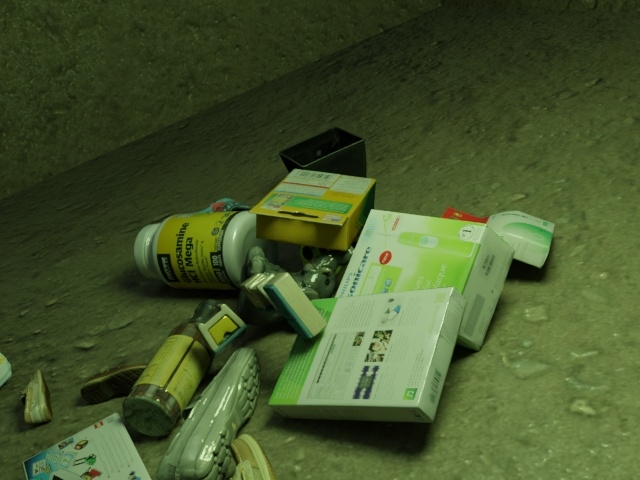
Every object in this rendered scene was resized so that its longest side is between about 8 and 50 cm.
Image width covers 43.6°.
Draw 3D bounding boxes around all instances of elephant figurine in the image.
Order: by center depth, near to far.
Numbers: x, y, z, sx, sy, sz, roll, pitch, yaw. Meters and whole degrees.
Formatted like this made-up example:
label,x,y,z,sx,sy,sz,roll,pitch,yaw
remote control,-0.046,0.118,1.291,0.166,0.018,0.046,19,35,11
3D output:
label,x,y,z,sx,sy,sz,roll,pitch,yaw
elephant figurine,-0.045,0.107,1.683,0.239,0.186,0.169,9,56,-17

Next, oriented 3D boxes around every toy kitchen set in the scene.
label,x,y,z,sx,sy,sz,roll,pitch,yaw
toy kitchen set,-0.117,0.158,1.475,0.166,0.122,0.207,-41,12,-18

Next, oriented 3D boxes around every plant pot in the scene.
label,x,y,z,sx,sy,sz,roll,pitch,yaw
plant pot,0.023,-0.187,2.185,0.188,0.167,0.187,-27,27,-14

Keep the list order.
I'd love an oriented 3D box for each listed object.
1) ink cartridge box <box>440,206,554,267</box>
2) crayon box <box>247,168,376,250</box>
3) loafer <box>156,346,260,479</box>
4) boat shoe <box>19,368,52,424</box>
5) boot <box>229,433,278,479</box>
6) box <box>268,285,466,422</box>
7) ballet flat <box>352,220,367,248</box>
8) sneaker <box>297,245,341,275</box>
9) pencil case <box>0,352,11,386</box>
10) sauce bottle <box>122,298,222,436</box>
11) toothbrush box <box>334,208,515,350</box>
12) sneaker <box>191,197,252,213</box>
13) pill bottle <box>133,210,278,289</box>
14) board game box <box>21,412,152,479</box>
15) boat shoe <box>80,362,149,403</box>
label,x,y,z,sx,sy,sz,roll,pitch,yaw
ink cartridge box,0.357,-0.028,1.626,0.225,0.056,0.181,23,23,12
crayon box,-0.012,-0.065,1.746,0.203,0.083,0.323,8,22,14
loafer,-0.190,0.304,1.416,0.111,0.112,0.319,0,31,17
boat shoe,-0.610,0.332,1.698,0.059,0.063,0.170,-19,26,-14
boot,-0.152,0.413,1.199,0.203,0.095,0.262,-25,30,-11
box,0.078,0.197,1.379,0.322,0.058,0.232,-7,46,39
ballet flat,0.164,0.032,1.742,0.124,0.116,0.342,-49,34,-14
sneaker,0.000,0.000,1.908,0.109,0.123,0.295,-6,44,-2
pencil case,-0.786,0.346,1.731,0.124,0.113,0.273,-1,29,12
sauce bottle,-0.275,0.241,1.602,0.111,0.111,0.344,-8,26,22
toothbrush box,0.193,0.068,1.517,0.283,0.122,0.206,11,73,47
sneaker,-0.286,-0.040,2.177,0.125,0.104,0.262,7,36,39
pill bottle,-0.286,0.026,1.946,0.334,0.188,0.188,-2,30,32
board game box,-0.395,0.427,1.375,0.193,0.053,0.305,-26,26,-18
boat shoe,-0.410,0.283,1.659,0.178,0.064,0.060,-17,27,10
